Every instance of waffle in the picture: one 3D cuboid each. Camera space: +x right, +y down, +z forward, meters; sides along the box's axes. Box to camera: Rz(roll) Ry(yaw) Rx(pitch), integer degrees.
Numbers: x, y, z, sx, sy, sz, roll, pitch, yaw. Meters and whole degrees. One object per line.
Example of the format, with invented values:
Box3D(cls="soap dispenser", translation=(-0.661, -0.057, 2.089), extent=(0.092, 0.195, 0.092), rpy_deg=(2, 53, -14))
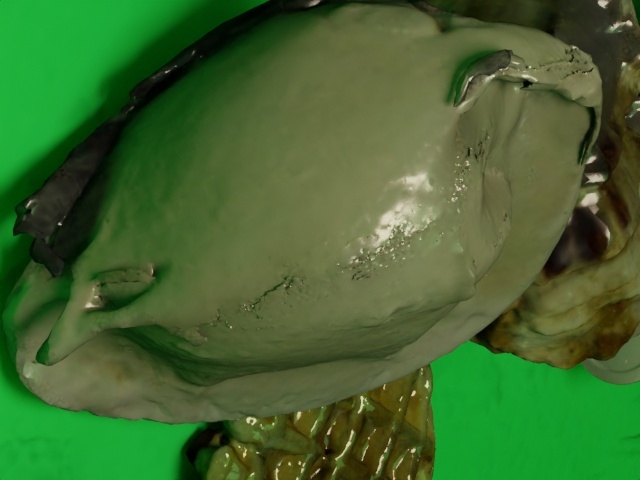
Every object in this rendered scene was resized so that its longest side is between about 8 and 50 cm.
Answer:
Box3D(cls="waffle", translation=(-0.001, 0.148, 1.087), extent=(0.208, 0.054, 0.214), rpy_deg=(-27, 123, -39))

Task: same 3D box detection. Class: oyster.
Box3D(cls="oyster", translation=(0.121, -0.104, 1.046), extent=(0.198, 0.133, 0.337), rpy_deg=(8, 80, -23))

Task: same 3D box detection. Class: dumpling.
Box3D(cls="dumpling", translation=(-0.009, -0.016, 0.918), extent=(0.293, 0.163, 0.204), rpy_deg=(-29, 168, 3))

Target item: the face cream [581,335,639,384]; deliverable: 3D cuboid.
Box3D(cls="face cream", translation=(0.267, 0.044, 1.376), extent=(0.250, 0.077, 0.077), rpy_deg=(-9, 114, -50))
